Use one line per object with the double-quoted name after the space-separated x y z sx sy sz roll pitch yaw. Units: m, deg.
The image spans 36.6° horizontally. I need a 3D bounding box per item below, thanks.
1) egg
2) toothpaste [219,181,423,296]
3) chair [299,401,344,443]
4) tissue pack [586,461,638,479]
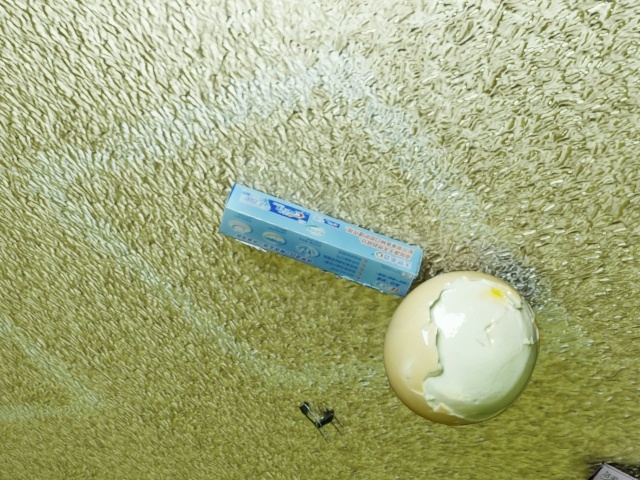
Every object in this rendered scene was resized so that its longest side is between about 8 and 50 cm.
0.181 0.148 1.300 0.201 0.201 0.244 25 158 -9 "egg"
0.000 0.000 1.311 0.272 0.053 0.066 20 140 0 "toothpaste"
0.004 0.323 1.752 0.086 0.042 0.037 47 151 24 "chair"
0.545 0.491 1.582 0.246 0.092 0.149 24 140 37 "tissue pack"
